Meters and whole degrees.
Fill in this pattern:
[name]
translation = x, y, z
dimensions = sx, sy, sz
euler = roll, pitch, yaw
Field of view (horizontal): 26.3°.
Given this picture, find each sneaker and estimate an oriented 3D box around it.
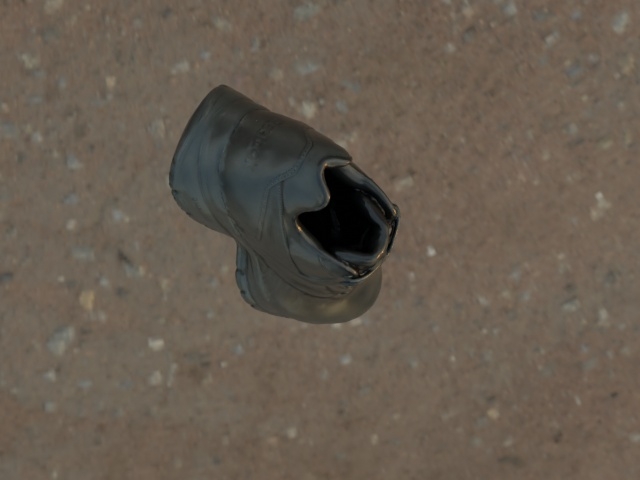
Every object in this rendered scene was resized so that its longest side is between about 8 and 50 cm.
[sneaker]
translation = 0.000, 0.000, 0.976
dimensions = 0.109, 0.130, 0.286
euler = -65, 153, -12
